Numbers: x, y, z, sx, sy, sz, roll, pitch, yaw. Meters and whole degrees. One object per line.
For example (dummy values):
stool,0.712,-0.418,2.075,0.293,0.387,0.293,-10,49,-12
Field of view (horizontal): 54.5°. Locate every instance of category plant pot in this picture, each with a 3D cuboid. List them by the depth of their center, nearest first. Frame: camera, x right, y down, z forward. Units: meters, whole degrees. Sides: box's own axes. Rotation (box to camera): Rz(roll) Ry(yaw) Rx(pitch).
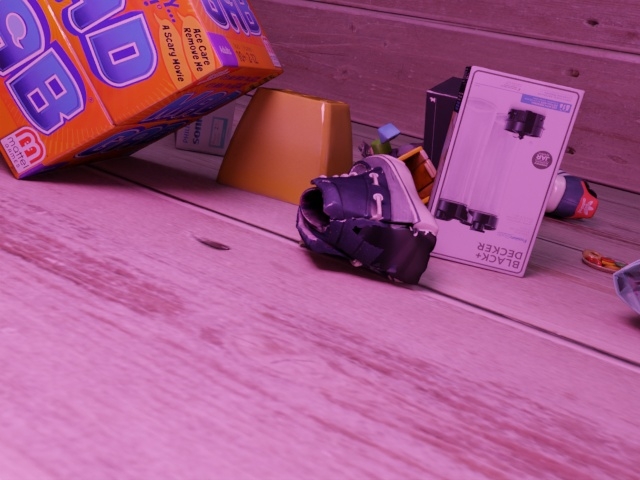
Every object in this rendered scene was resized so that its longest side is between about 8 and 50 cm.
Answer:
plant pot,-0.048,-0.187,1.195,0.212,0.187,0.212,16,15,15

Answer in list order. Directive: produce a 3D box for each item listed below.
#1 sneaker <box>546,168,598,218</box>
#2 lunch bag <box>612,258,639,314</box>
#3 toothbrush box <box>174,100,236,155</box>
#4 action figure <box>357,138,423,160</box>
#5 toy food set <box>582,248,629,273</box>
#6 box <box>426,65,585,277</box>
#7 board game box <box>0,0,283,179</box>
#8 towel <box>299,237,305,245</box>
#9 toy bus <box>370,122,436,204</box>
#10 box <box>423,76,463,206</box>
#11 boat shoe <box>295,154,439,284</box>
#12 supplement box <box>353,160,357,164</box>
sneaker,0.646,-0.127,1.665,0.148,0.131,0.350,20,22,4
lunch bag,0.536,0.071,0.783,0.224,0.160,0.262,-2,14,-44
toothbrush box,-0.284,-0.344,1.523,0.126,0.216,0.295,8,15,-15
action figure,0.218,-0.220,1.592,0.285,0.099,0.185,-12,-11,30
toy food set,0.520,0.040,1.133,0.083,0.020,0.083,17,15,15
box,0.267,-0.104,0.950,0.169,0.289,0.087,15,17,2
board game box,-0.328,-0.350,0.988,0.357,0.356,0.356,-24,9,15
towel,0.000,0.000,0.896,0.060,0.009,0.083,12,16,-3
toy bus,0.132,-0.083,1.104,0.104,0.202,0.191,-28,40,-20
box,0.283,-0.140,1.112,0.184,0.261,0.103,21,39,30
boat shoe,0.044,-0.063,0.890,0.158,0.127,0.340,17,18,-15
supplement box,0.081,-0.138,1.363,0.083,0.056,0.083,17,16,18
